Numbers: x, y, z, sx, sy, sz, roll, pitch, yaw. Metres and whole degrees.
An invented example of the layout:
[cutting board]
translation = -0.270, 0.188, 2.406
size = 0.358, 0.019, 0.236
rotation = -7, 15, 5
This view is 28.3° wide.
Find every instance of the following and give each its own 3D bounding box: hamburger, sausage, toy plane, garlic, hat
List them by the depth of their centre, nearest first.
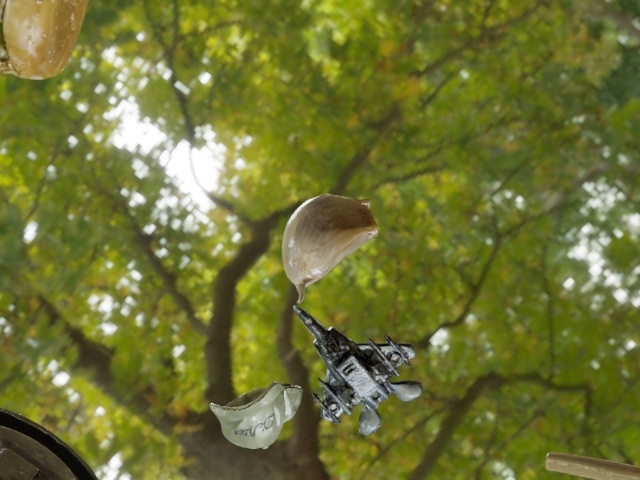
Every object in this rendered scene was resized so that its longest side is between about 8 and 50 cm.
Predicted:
[hamburger]
translation = -0.278, -0.228, 1.228
size = 0.083, 0.147, 0.138
rotation = 19, -175, 10
[sausage]
translation = 0.308, 0.249, 1.371
size = 0.132, 0.024, 0.024
rotation = 6, -169, 29
[garlic]
translation = -0.001, -0.006, 1.400
size = 0.084, 0.066, 0.152
rotation = 32, -127, 32
[hat]
translation = -0.078, 0.229, 1.698
size = 0.166, 0.122, 0.081
rotation = 77, 171, -73
[toy plane]
translation = 0.039, 0.172, 1.799
size = 0.246, 0.169, 0.078
rotation = 48, -175, -39

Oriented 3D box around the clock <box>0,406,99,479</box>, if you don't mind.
[clock]
translation = -0.398, 0.319, 1.630
size = 0.281, 0.055, 0.280
rotation = 34, -166, -10
